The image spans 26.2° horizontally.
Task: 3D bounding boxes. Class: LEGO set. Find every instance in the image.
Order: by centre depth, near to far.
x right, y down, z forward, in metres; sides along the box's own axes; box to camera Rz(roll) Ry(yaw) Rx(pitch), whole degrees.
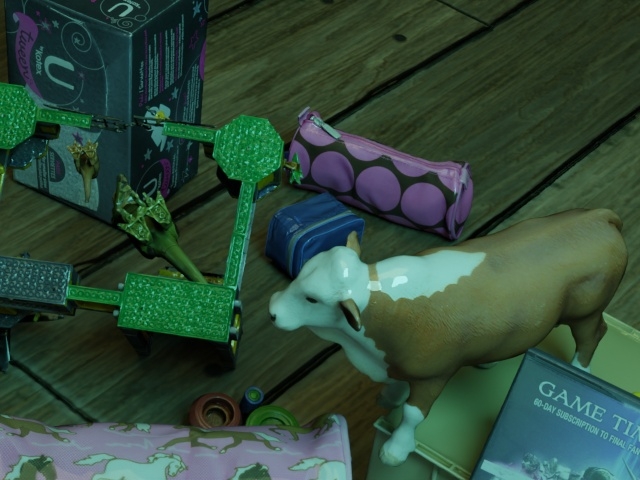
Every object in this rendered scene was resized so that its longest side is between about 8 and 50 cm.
[{"bbox_3d":[-0.182,-0.003,1.269,0.331,0.192,0.255,0,76,-1],"label":"LEGO set"}]

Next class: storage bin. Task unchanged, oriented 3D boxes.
[{"bbox_3d":[0.209,0.189,1.184,0.260,0.123,0.262,30,44,24],"label":"storage bin"}]

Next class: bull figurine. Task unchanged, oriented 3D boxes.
[{"bbox_3d":[0.107,0.063,1.072,0.310,0.188,0.101,-13,43,-23],"label":"bull figurine"}]

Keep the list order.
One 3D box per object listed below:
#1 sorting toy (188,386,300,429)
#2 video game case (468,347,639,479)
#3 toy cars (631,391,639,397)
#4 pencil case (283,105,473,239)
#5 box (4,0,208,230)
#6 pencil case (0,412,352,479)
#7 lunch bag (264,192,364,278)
[{"bbox_3d":[-0.069,0.166,1.234,0.102,0.042,0.061,20,55,-4],"label":"sorting toy"},{"bbox_3d":[0.188,0.244,1.020,0.196,0.274,0.026,26,8,20],"label":"video game case"},{"bbox_3d":[0.367,0.263,1.033,0.176,0.087,0.394,-20,71,-37],"label":"toy cars"},{"bbox_3d":[0.066,-0.075,1.496,0.209,0.098,0.095,18,40,11],"label":"pencil case"},{"bbox_3d":[-0.225,-0.162,1.433,0.163,0.247,0.142,23,41,18],"label":"box"},{"bbox_3d":[-0.161,0.204,1.067,0.386,0.160,0.167,4,57,-8],"label":"pencil case"},{"bbox_3d":[0.000,0.000,1.418,0.098,0.067,0.065,-23,49,-34],"label":"lunch bag"}]
